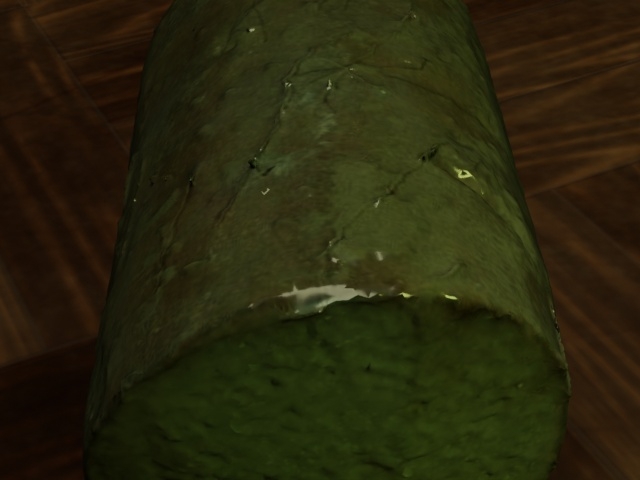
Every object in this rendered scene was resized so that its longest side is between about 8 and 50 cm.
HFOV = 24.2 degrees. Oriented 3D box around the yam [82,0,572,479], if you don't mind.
[{"bbox_3d":[0.000,0.000,0.551,0.161,0.161,0.268,-5,36,0],"label":"yam"}]
